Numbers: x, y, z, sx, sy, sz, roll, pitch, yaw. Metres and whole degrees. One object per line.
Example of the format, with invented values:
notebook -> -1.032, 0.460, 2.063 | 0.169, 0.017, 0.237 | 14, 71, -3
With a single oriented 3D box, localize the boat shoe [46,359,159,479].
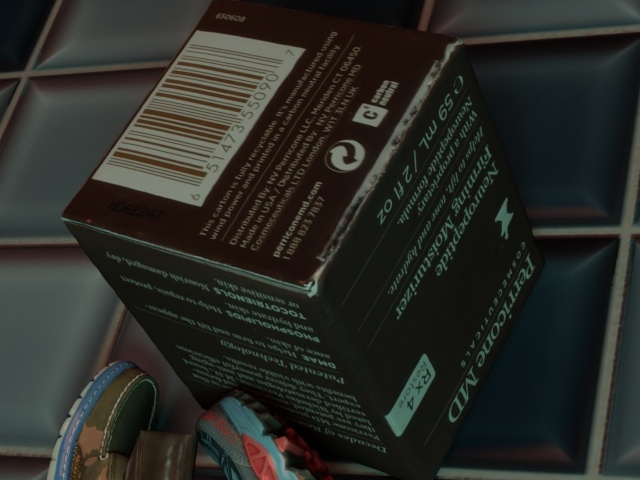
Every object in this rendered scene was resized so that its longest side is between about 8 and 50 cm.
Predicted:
boat shoe -> -0.122, 0.159, 0.841 | 0.066, 0.066, 0.183 | 8, 67, 24

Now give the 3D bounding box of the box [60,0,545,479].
box -> 0.000, 0.000, 0.811 | 0.167, 0.203, 0.168 | 14, 61, 32

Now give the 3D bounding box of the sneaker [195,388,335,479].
sneaker -> -0.027, 0.188, 0.743 | 0.125, 0.104, 0.262 | -34, 46, 1

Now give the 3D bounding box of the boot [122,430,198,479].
boot -> -0.104, 0.165, 0.781 | 0.106, 0.037, 0.114 | -29, 50, 29
